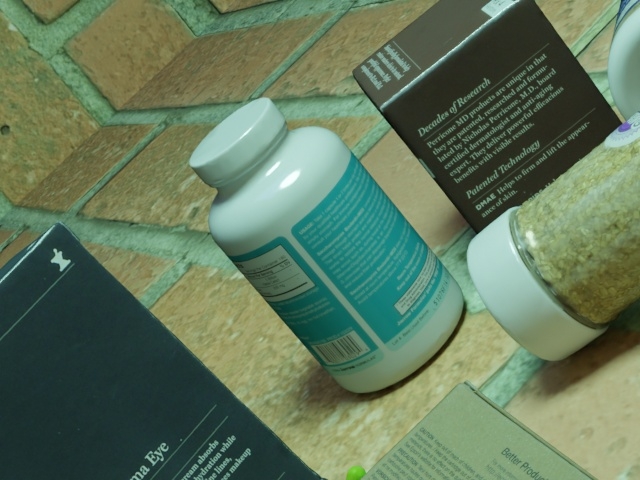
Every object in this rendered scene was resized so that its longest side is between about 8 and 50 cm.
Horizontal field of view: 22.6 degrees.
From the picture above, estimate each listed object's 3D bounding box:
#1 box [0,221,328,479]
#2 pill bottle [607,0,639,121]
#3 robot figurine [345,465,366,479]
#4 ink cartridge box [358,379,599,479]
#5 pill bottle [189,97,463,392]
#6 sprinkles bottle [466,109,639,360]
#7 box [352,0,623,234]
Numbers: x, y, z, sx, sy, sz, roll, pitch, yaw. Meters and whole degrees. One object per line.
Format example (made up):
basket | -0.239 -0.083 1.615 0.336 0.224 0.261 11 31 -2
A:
box | -0.228 0.220 1.262 0.343 0.312 0.179 -47 10 -23
pill bottle | 0.342 -0.204 1.425 0.153 0.153 0.265 -28 23 31
robot figurine | 0.063 0.200 1.170 0.101 0.067 0.115 17 50 30
ink cartridge box | 0.095 0.216 1.006 0.193 0.088 0.234 -42 26 -7
pill bottle | 0.000 0.000 1.436 0.146 0.264 0.146 -34 20 14
sprinkles bottle | 0.274 -0.053 1.190 0.355 0.121 0.121 -40 17 26
box | 0.163 -0.115 1.486 0.167 0.203 0.168 -38 18 5
